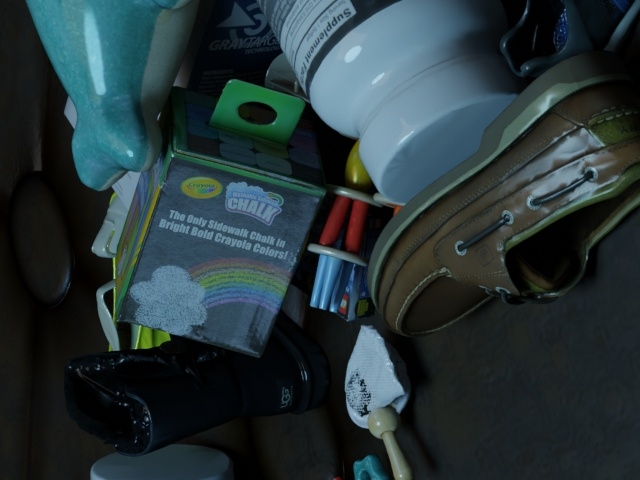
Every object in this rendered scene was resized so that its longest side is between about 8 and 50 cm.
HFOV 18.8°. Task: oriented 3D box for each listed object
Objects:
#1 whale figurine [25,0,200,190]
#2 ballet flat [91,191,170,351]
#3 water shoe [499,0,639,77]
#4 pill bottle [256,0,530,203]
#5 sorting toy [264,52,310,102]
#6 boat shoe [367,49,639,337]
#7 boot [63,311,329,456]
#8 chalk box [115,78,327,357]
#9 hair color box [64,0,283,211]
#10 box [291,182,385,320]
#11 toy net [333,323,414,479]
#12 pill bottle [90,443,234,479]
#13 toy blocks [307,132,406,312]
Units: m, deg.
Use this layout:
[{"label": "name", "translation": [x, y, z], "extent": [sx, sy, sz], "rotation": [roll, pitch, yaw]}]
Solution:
[{"label": "whale figurine", "translation": [-0.179, -0.182, 1.543], "extent": [0.216, 0.141, 0.272], "rotation": [-16, 68, 56]}, {"label": "ballet flat", "translation": [-0.183, 0.027, 1.881], "extent": [0.077, 0.077, 0.231], "rotation": [14, 109, 54]}, {"label": "water shoe", "translation": [0.185, -0.189, 1.290], "extent": [0.073, 0.080, 0.203], "rotation": [49, 135, 37]}, {"label": "pill bottle", "translation": [0.042, -0.176, 1.431], "extent": [0.278, 0.162, 0.162], "rotation": [62, 142, 24]}, {"label": "sorting toy", "translation": [-0.001, -0.150, 1.609], "extent": [0.083, 0.045, 0.075], "rotation": [31, 115, 49]}, {"label": "boat shoe", "translation": [0.133, -0.002, 1.384], "extent": [0.307, 0.111, 0.104], "rotation": [-54, 54, 47]}, {"label": "boot", "translation": [-0.140, 0.098, 1.720], "extent": [0.246, 0.207, 0.094], "rotation": [36, 127, 47]}, {"label": "chalk box", "translation": [-0.078, -0.037, 1.582], "extent": [0.132, 0.132, 0.213], "rotation": [-100, 29, -62]}, {"label": "hair color box", "translation": [-0.110, -0.197, 1.696], "extent": [0.174, 0.105, 0.347], "rotation": [54, 138, 34]}, {"label": "box", "translation": [0.000, 0.000, 1.651], "extent": [0.137, 0.027, 0.094], "rotation": [32, 121, 48]}, {"label": "toy net", "translation": [0.052, 0.181, 1.611], "extent": [0.122, 0.045, 0.232], "rotation": [6, 101, 57]}, {"label": "pill bottle", "translation": [-0.143, 0.346, 1.827], "extent": [0.160, 0.160, 0.283], "rotation": [13, 108, 54]}, {"label": "toy blocks", "translation": [0.041, -0.012, 1.524], "extent": [0.123, 0.054, 0.148], "rotation": [12, 87, 55]}]
